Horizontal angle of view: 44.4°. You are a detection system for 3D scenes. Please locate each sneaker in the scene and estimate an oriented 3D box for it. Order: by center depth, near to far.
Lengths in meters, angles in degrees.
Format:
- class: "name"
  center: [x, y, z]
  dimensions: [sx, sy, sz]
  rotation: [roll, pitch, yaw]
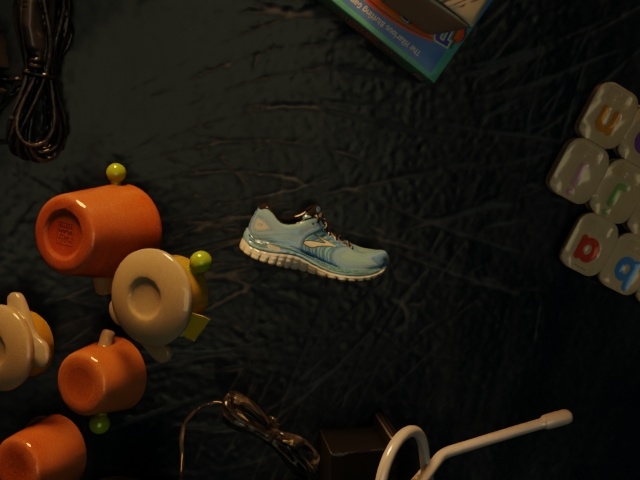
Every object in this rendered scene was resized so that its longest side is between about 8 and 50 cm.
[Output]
- class: "sneaker"
  center: [0.000, 0.000, 0.830]
  dimensions: [0.162, 0.063, 0.073]
  rotation: [13, 95, -14]

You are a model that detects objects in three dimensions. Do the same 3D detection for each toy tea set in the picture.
- class: "toy tea set"
  center: [-0.226, 0.095, 0.780]
  dimensions: [0.200, 0.124, 0.336]
  rotation: [45, 111, 17]

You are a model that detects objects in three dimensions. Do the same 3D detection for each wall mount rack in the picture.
- class: "wall mount rack"
  center: [0.173, 0.347, 0.885]
  dimensions: [0.304, 0.131, 0.349]
  rotation: [-35, 126, -45]

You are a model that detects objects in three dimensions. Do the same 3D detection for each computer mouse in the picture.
- class: "computer mouse"
  center: [-0.371, -0.173, 0.712]
  dimensions: [0.272, 0.072, 0.188]
  rotation: [5, 101, -13]

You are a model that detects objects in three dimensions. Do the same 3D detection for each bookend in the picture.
- class: "bookend"
  center: [0.002, 0.282, 0.880]
  dimensions: [0.157, 0.072, 0.156]
  rotation: [-2, 102, -12]

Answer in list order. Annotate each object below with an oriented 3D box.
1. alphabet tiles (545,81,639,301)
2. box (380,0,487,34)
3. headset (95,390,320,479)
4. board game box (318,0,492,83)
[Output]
- class: "alphabet tiles"
  center: [0.408, -0.066, 0.923]
  dimensions: [0.284, 0.021, 0.277]
  rotation: [25, 95, -15]
- class: "box"
  center: [0.154, -0.334, 0.720]
  dimensions: [0.094, 0.113, 0.275]
  rotation: [29, 94, -17]
- class: "headset"
  center: [-0.173, 0.329, 0.771]
  dimensions: [0.185, 0.243, 0.394]
  rotation: [38, 76, -10]
- class: "board game box"
  center: [0.111, -0.293, 0.801]
  dimensions: [0.160, 0.047, 0.210]
  rotation: [34, 93, -16]
